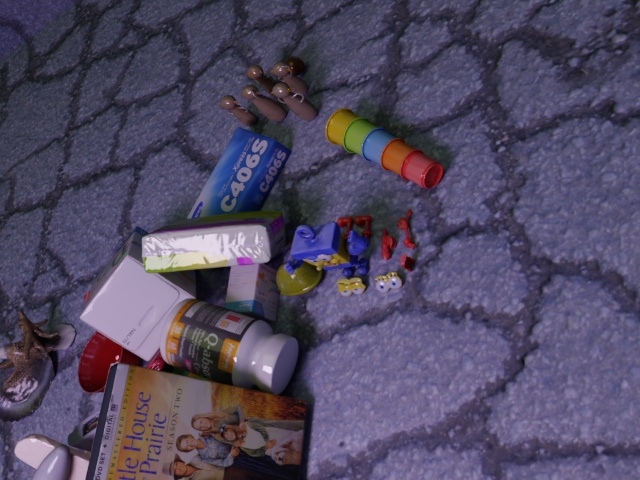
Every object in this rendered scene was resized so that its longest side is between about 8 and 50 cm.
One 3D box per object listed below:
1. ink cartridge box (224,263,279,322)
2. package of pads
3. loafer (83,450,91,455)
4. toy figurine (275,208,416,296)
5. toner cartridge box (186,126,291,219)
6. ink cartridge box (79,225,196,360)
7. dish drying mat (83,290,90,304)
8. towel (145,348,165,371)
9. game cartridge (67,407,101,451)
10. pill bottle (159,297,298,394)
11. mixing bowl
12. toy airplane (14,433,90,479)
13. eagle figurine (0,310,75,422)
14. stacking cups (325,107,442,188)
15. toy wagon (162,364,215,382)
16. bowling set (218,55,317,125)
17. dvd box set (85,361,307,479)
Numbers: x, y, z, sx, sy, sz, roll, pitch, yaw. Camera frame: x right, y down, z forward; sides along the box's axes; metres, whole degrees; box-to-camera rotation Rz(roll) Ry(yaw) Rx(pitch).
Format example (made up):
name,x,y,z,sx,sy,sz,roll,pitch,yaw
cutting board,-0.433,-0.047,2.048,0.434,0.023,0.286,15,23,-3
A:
name,x,y,z,sx,sy,sz,roll,pitch,yaw
ink cartridge box,-0.159,0.116,1.695,0.090,0.092,0.143,-8,65,35
package of pads,-0.241,-0.001,1.671,0.297,0.229,0.101,-5,100,8
loafer,-0.566,0.527,1.840,0.148,0.056,0.050,-44,47,-1
toy figurine,0.000,0.000,1.545,0.363,0.217,0.191,-8,64,34
toner cartridge box,-0.230,-0.119,1.877,0.165,0.075,0.347,24,85,43
ink cartridge box,-0.443,0.125,1.770,0.198,0.197,0.270,-51,18,6
dish drying mat,-0.689,0.189,2.127,0.032,0.008,0.083,-43,49,12
towel,-0.424,0.326,1.730,0.198,0.031,0.275,-52,8,5
game cartridge,-0.384,0.401,1.565,0.297,0.198,0.062,-36,40,25
pill bottle,-0.201,0.238,1.583,0.279,0.162,0.162,15,78,21
mixing bowl,-0.545,0.325,1.885,0.182,0.098,0.181,-21,55,33
toy airplane,-0.407,0.552,1.477,0.387,0.384,0.272,-7,29,22
eagle figurine,-0.883,0.355,2.109,0.298,0.225,0.226,-66,-4,33
stacking cups,0.139,-0.207,1.620,0.316,0.096,0.096,38,94,42
toy wagon,-0.340,0.413,1.707,0.344,0.068,0.267,-49,48,8
bowling set,-0.133,-0.424,1.897,0.287,0.154,0.199,-1,69,37
dvd box set,-0.231,0.427,1.387,0.062,0.421,0.307,-27,50,54
